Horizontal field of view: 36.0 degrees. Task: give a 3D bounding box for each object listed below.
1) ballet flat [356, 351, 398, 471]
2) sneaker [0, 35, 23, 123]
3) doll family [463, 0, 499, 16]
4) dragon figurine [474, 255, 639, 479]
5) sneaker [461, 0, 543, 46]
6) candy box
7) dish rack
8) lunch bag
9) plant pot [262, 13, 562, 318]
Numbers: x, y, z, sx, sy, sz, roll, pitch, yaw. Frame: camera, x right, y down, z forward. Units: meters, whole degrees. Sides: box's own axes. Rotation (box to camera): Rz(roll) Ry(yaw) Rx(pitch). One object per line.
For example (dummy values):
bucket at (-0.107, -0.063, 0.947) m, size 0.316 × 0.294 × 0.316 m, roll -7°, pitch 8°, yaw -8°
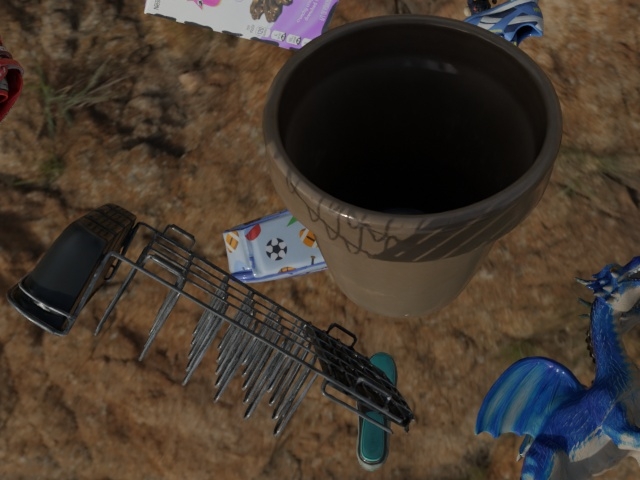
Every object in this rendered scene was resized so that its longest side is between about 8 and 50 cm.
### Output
ballet flat at (0.096, 0.307, 1.762) m, size 0.072 × 0.068 × 0.213 m, roll 6°, pitch 63°, yaw 5°
sneaker at (-0.468, -0.281, 1.373) m, size 0.145 × 0.090 × 0.270 m, roll 18°, pitch 86°, yaw 16°
doll family at (0.262, -0.342, 1.494) m, size 0.076 × 0.111 × 0.193 m, roll -24°, pitch 89°, yaw 3°
dragon figurine at (0.178, 0.146, 0.748) m, size 0.289 × 0.144 × 0.085 m, roll -47°, pitch 133°, yaw 5°
sneaker at (0.235, -0.279, 1.334) m, size 0.144 × 0.053 × 0.059 m, roll -23°, pitch 74°, yaw 12°
candy box at (-0.072, -0.297, 1.028) m, size 0.196 × 0.070 × 0.165 m, roll 11°, pitch 136°, yaw -13°
dish rack at (-0.065, 0.064, 0.690) m, size 0.271 × 0.208 × 0.074 m, roll 31°, pitch 94°, yaw -7°
lunch bag at (0.000, 0.000, 1.683) m, size 0.303 × 0.243 × 0.115 m, roll -11°, pitch 86°, yaw 13°
plant pot at (0.082, -0.049, 0.945) m, size 0.263 × 0.263 × 0.229 m, roll 2°, pitch 144°, yaw 4°
